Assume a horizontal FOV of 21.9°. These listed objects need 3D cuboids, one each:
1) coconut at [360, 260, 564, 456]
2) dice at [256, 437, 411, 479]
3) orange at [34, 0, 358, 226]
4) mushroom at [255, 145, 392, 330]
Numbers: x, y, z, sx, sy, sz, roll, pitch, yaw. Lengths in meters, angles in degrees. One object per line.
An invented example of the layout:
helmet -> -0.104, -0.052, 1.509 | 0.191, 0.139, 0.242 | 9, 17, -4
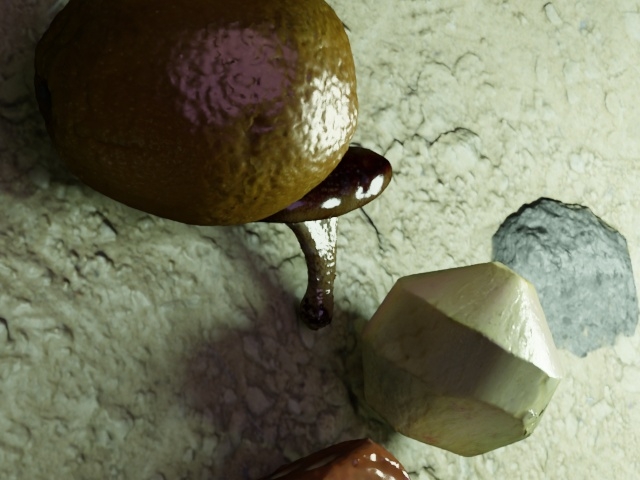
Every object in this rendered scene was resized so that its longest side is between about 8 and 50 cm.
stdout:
coconut -> 0.181, 0.140, 2.078 | 0.259, 0.259, 0.259 | 9, 74, -35
dice -> 0.009, 0.342, 1.963 | 0.175, 0.179, 0.174 | -26, 96, -33
orange -> -0.143, -0.172, 1.874 | 0.357, 0.322, 0.322 | -3, 81, -24
mushroom -> 0.000, 0.000, 2.083 | 0.227, 0.148, 0.217 | -20, 110, -28
